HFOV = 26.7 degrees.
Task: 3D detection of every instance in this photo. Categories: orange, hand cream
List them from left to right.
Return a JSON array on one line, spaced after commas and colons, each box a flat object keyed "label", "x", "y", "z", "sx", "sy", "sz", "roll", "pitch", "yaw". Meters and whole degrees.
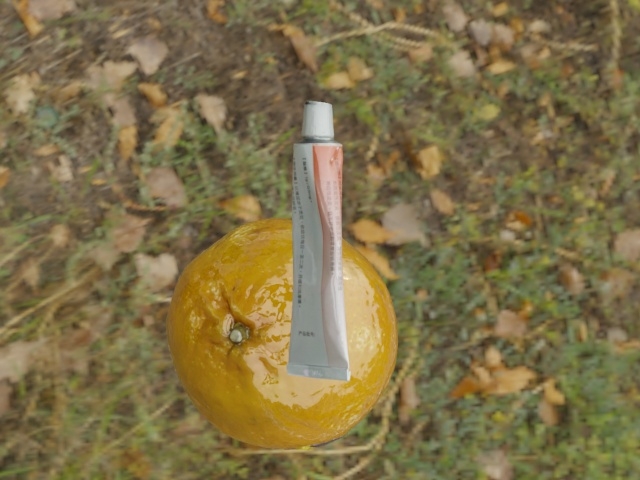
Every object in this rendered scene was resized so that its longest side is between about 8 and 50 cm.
[{"label": "orange", "x": -0.038, "y": 0.088, "z": 1.255, "sx": 0.193, "sy": 0.219, "sz": 0.219, "roll": -4, "pitch": 84, "yaw": -45}, {"label": "hand cream", "x": 0.000, "y": 0.000, "z": 1.047, "sx": 0.038, "sy": 0.052, "sz": 0.216, "roll": -2, "pitch": 94, "yaw": -24}]
